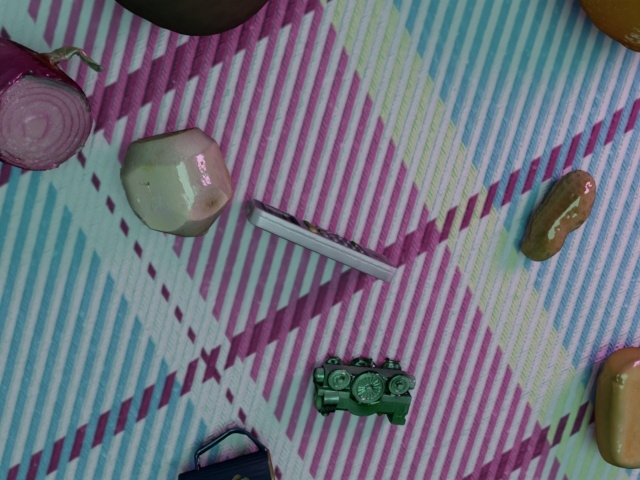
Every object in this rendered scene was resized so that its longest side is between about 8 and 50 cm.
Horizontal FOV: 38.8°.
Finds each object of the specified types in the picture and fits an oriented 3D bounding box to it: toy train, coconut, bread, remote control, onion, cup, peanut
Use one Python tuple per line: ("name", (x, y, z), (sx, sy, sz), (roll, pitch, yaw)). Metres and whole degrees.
("toy train", (0.070, 0.251, 1.524), (0.178, 0.071, 0.104), (6, 110, -14))
("coconut", (-0.213, -0.081, 1.357), (0.161, 0.161, 0.162), (-14, 102, -8))
("bread", (0.553, 0.293, 1.610), (0.147, 0.098, 0.217), (-1, 103, -12))
("remote control", (0.000, 0.000, 1.442), (0.250, 0.103, 0.034), (23, 98, -13))
("onion", (-0.435, -0.200, 1.269), (0.201, 0.207, 0.200), (11, 111, 31))
("cup", (-0.152, 0.401, 1.489), (0.155, 0.131, 0.176), (-12, 73, -5))
("peanut", (0.405, -0.039, 1.530), (0.080, 0.080, 0.174), (33, 97, -15))

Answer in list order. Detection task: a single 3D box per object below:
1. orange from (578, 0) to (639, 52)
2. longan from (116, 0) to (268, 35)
("orange", (0.542, -0.444, 1.346), (0.341, 0.293, 0.340), (-1, 85, 6))
("longan", (-0.175, -0.426, 1.240), (0.297, 0.297, 0.297), (-2, 101, -11))
